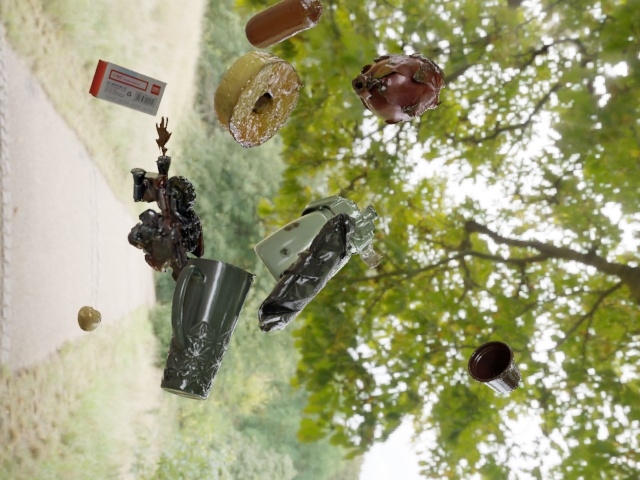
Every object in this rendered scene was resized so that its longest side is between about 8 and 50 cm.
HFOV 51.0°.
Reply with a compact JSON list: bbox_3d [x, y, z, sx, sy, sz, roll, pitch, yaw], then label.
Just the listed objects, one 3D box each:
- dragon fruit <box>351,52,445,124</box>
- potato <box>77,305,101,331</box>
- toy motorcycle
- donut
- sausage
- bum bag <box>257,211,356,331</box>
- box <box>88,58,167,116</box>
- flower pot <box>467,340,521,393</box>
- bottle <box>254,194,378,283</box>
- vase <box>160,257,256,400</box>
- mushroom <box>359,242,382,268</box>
[{"bbox_3d":[0.260,-0.499,2.194,0.315,0.250,0.251,-23,109,-47],"label":"dragon fruit"},{"bbox_3d":[-0.639,0.218,1.853,0.068,0.083,0.062,42,26,21],"label":"potato"},{"bbox_3d":[-0.372,-0.081,1.572,0.134,0.207,0.401,-35,131,-53],"label":"toy motorcycle"},{"bbox_3d":[-0.121,-0.260,1.210,0.074,0.174,0.190,41,14,19],"label":"donut"},{"bbox_3d":[-0.077,-0.462,1.408,0.076,0.197,0.076,13,72,-47],"label":"sausage"},{"bbox_3d":[-0.029,0.077,1.560,0.095,0.340,0.144,35,-10,20],"label":"bum bag"},{"bbox_3d":[-0.619,-0.490,2.166,0.050,0.229,0.123,30,-77,44],"label":"box"},{"bbox_3d":[0.399,0.293,1.503,0.089,0.111,0.111,47,17,-28],"label":"flower pot"},{"bbox_3d":[0.000,0.000,1.945,0.229,0.351,0.229,53,-5,7],"label":"bottle"},{"bbox_3d":[-0.256,0.180,1.438,0.251,0.156,0.301,53,46,-60],"label":"vase"},{"bbox_3d":[0.151,0.029,2.214,0.059,0.054,0.202,-58,146,-17],"label":"mushroom"}]
